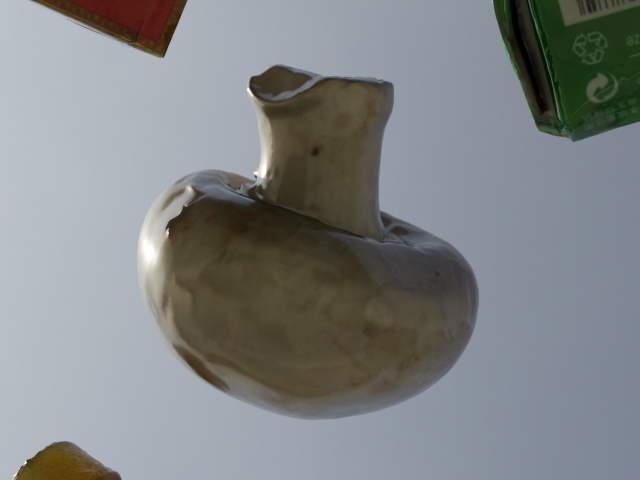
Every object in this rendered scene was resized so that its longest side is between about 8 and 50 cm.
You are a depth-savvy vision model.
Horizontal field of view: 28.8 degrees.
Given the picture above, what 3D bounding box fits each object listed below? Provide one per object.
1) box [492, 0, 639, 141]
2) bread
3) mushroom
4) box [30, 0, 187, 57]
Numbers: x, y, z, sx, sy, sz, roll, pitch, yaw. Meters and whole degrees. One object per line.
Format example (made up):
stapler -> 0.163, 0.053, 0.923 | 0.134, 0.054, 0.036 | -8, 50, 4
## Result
box -> 0.203, -0.148, 0.579 | 0.250, 0.180, 0.103 | -14, -64, 12
bread -> -0.222, 0.277, 1.229 | 0.094, 0.245, 0.102 | 34, -108, 23
mushroom -> 0.000, 0.000, 1.061 | 0.297, 0.297, 0.290 | 18, -79, 9
box -> -0.202, -0.258, 0.975 | 0.074, 0.239, 0.153 | 21, -90, 50
